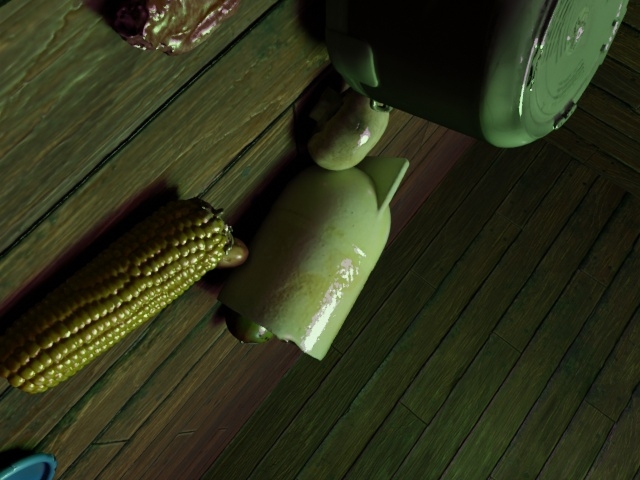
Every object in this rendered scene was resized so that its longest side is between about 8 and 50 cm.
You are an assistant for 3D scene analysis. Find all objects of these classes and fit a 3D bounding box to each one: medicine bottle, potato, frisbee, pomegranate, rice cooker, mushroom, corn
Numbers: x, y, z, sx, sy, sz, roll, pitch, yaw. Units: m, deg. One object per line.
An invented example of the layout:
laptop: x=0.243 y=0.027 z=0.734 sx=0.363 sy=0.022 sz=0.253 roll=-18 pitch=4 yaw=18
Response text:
medicine bottle: x=0.000 y=0.000 z=0.937 sx=0.406 sy=0.235 sz=0.236 roll=-59 pitch=168 yaw=-12
potato: x=-0.166 y=0.025 z=0.847 sx=0.083 sy=0.068 sz=0.062 roll=-47 pitch=-145 yaw=48
frisbee: x=-0.507 y=0.406 z=0.698 sx=0.242 sy=0.045 sz=0.242 roll=-49 pitch=166 yaw=-17
pomegranate: x=-0.163 y=0.164 z=1.126 sx=0.129 sy=0.160 sz=0.129 roll=-7 pitch=166 yaw=-2
rice cooker: x=0.189 y=-0.315 z=0.616 sx=0.335 sy=0.325 sz=0.335 roll=-33 pitch=140 yaw=-33
mushroom: x=0.041 y=-0.204 z=0.835 sx=0.166 sy=0.127 sz=0.166 roll=-47 pitch=-170 yaw=11
corn: x=-0.243 y=0.059 z=0.583 sx=0.305 sy=0.106 sz=0.106 roll=-42 pitch=164 yaw=-24

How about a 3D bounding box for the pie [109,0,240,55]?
pie: x=-0.104 y=-0.250 z=0.361 sx=0.204 sy=0.054 sz=0.218 roll=-52 pitch=167 yaw=-1
